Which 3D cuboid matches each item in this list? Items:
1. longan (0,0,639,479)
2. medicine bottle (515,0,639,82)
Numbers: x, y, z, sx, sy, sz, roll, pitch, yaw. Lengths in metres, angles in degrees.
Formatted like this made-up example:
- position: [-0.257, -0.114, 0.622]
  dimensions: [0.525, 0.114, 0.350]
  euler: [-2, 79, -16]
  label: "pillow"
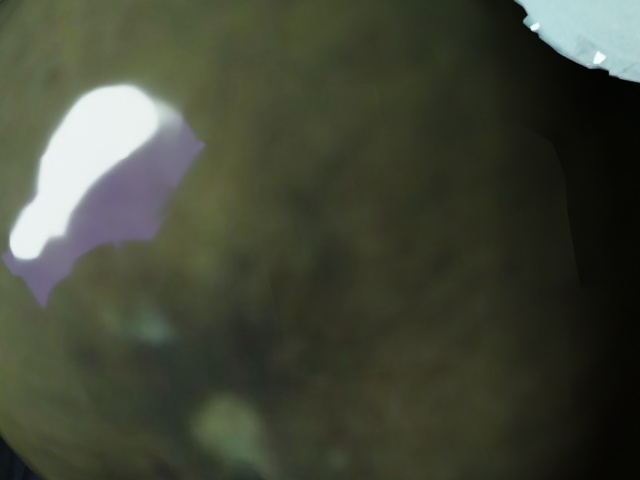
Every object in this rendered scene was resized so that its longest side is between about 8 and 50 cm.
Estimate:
- position: [0.000, 0.000, 0.464]
  dimensions: [0.319, 0.319, 0.318]
  euler: [11, 104, 54]
  label: "longan"
- position: [0.209, -0.147, 0.345]
  dimensions: [0.245, 0.290, 0.245]
  euler: [12, 105, 54]
  label: "medicine bottle"
